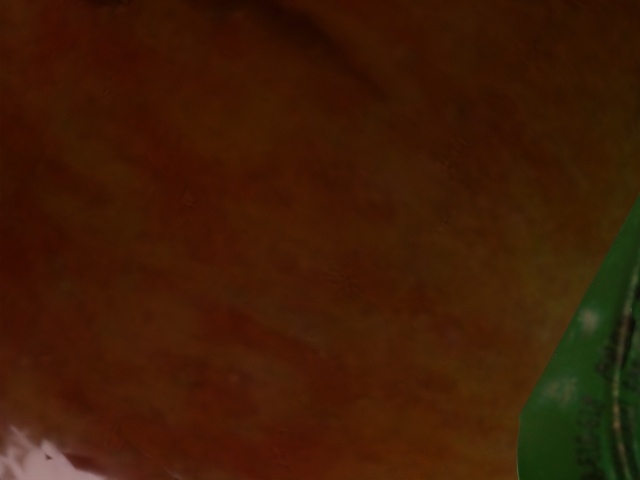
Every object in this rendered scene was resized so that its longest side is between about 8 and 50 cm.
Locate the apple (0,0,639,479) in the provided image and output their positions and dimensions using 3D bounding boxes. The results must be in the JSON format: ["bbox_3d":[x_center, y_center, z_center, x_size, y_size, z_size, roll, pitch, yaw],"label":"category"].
[{"bbox_3d":[0.000,0.000,0.517,0.264,0.264,0.264,32,-178,-1],"label":"apple"}]

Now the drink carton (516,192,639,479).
[{"bbox_3d":[0.147,0.025,0.355,0.144,0.146,0.142,34,-169,34],"label":"drink carton"}]
